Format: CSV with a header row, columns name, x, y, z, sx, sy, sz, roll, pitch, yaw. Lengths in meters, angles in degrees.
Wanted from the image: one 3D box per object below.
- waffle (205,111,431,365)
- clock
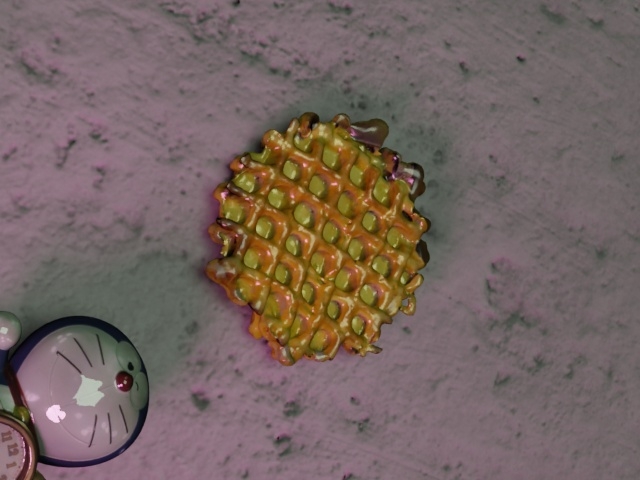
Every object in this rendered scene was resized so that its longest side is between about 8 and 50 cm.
name,x,y,z,sx,sy,sz,roll,pitch,yaw
waffle,0.008,-0.005,1.434,0.329,0.062,0.329,4,83,-31
clock,-0.291,0.164,1.194,0.243,0.146,0.200,-15,99,-27
